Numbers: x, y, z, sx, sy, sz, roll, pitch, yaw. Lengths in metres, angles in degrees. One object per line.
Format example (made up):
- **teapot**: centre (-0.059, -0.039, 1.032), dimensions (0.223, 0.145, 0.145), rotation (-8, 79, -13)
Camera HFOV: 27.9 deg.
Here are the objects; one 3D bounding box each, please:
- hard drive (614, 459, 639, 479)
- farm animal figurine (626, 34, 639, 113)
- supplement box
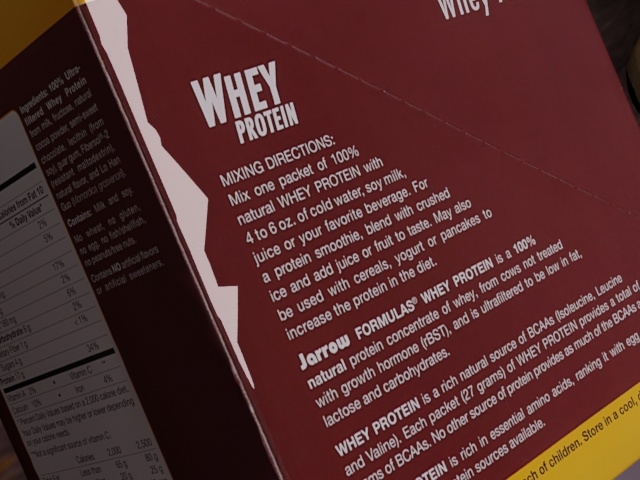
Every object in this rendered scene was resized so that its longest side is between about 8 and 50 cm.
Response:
- **hard drive**: centre (0.225, 0.180, 1.009), dimensions (0.307, 0.040, 0.203), rotation (-53, 146, -4)
- **farm animal figurine**: centre (0.297, -0.147, 0.729), dimensions (0.330, 0.172, 0.327), rotation (14, 94, -46)
- **supplement box**: centre (0.000, 0.000, 0.409), dimensions (0.191, 0.129, 0.194), rotation (-25, 92, -41)
